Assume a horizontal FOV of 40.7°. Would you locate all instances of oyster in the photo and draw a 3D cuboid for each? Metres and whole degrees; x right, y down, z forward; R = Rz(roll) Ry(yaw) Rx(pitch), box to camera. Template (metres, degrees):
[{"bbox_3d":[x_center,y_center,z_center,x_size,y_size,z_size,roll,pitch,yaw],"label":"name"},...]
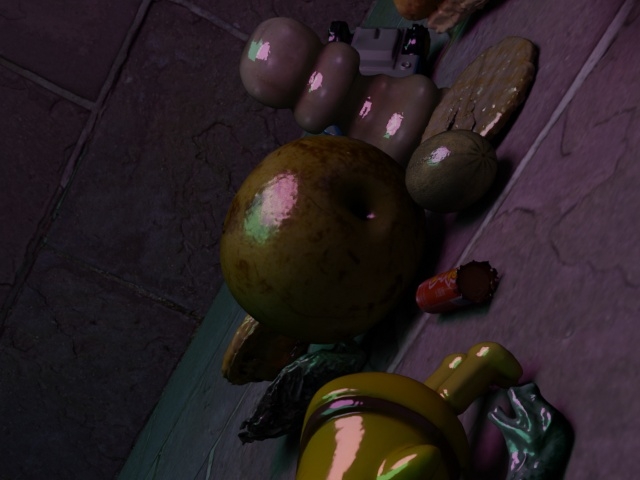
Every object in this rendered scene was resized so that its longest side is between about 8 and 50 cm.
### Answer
[{"bbox_3d":[-0.035,0.216,1.258,0.252,0.087,0.199,-42,-11,6],"label":"oyster"}]

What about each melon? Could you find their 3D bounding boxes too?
[{"bbox_3d":[0.155,-0.082,1.025,0.131,0.098,0.098,-40,26,63],"label":"melon"}]

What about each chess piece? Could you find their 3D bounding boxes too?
[{"bbox_3d":[0.034,-0.214,1.296,0.182,0.330,0.182,-59,13,22],"label":"chess piece"}]

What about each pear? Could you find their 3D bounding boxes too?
[{"bbox_3d":[0.000,0.000,1.134,0.283,0.284,0.283,-60,11,20],"label":"pear"}]

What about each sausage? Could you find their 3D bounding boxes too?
[{"bbox_3d":[0.139,0.054,0.931,0.050,0.048,0.145,-61,7,-17],"label":"sausage"}]

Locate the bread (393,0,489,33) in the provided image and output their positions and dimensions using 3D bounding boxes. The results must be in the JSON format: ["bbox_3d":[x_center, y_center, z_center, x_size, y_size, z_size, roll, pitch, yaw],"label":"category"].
[{"bbox_3d":[0.256,-0.495,1.352,0.236,0.165,0.375,-64,9,-13],"label":"bread"}]

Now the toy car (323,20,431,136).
[{"bbox_3d":[0.096,-0.277,1.593,0.166,0.198,0.314,76,-158,-50],"label":"toy car"}]

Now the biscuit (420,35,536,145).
[{"bbox_3d":[0.204,-0.180,1.141,0.220,0.033,0.219,-48,21,25],"label":"biscuit"}]

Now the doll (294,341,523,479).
[{"bbox_3d":[0.014,0.201,0.676,0.363,0.145,0.199,-38,-6,-26],"label":"doll"}]

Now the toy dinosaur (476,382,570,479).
[{"bbox_3d":[0.093,0.253,0.544,0.129,0.076,0.383,-33,26,36],"label":"toy dinosaur"}]

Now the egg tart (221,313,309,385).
[{"bbox_3d":[-0.051,0.148,1.352,0.241,0.106,0.241,-43,-21,-21],"label":"egg tart"}]
